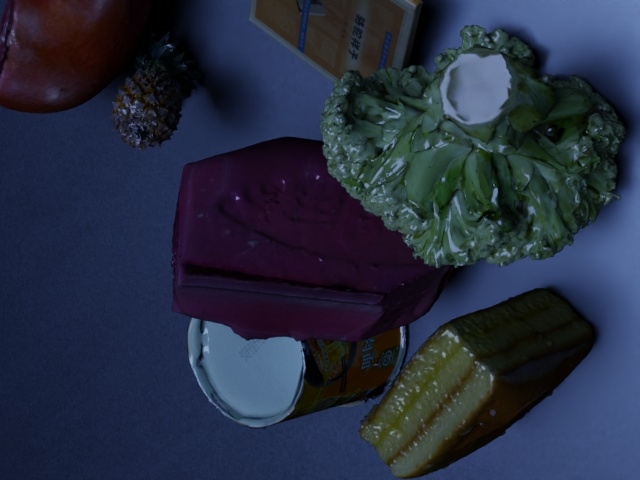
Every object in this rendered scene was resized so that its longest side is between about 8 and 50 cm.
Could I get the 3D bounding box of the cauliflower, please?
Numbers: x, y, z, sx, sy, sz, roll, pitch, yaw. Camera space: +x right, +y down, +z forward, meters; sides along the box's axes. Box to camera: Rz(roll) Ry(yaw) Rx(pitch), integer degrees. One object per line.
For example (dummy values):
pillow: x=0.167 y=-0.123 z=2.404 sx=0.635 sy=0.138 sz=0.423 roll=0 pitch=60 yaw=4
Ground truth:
cauliflower: x=0.160 y=-0.103 z=1.133 sx=0.275 sy=0.250 sz=0.272 roll=-35 pitch=77 yaw=-10

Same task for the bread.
bread: x=0.173 y=0.151 z=1.201 sx=0.110 sy=0.234 sz=0.184 roll=49 pitch=124 yaw=18

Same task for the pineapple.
pineapple: x=-0.206 y=-0.177 z=1.418 sx=0.083 sy=0.221 sz=0.103 roll=-21 pitch=120 yaw=17

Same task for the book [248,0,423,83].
book: x=0.009 y=-0.264 z=1.318 sx=0.241 sy=0.018 sz=0.170 roll=38 pitch=144 yaw=24

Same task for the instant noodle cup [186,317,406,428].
instant noodle cup: x=-0.037 y=0.116 z=1.376 sx=0.230 sy=0.182 sz=0.230 roll=8 pitch=104 yaw=34

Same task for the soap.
soap: x=0.000 y=0.000 z=1.249 sx=0.127 sy=0.324 sz=0.220 roll=117 pitch=158 yaw=-55

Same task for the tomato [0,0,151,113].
tomato: x=-0.311 y=-0.320 z=1.466 sx=0.289 sy=0.176 sz=0.335 roll=-176 pitch=97 yaw=-73
